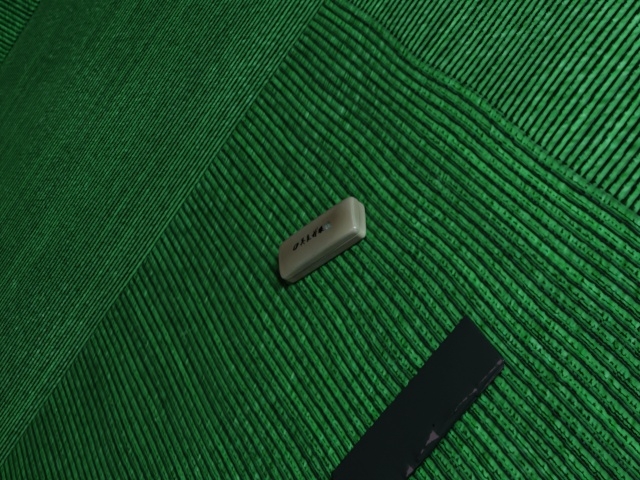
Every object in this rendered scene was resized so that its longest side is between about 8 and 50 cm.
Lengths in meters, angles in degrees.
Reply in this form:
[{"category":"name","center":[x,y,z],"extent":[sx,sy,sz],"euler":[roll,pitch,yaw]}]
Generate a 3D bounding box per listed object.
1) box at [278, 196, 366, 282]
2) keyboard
[{"category":"box","center":[0.000,0.000,1.170],"extent":[0.115,0.025,0.048],"euler":[-33,41,36]},{"category":"keyboard","center":[0.081,0.156,0.963],"extent":[0.196,0.015,0.074],"euler":[-52,31,13]}]
